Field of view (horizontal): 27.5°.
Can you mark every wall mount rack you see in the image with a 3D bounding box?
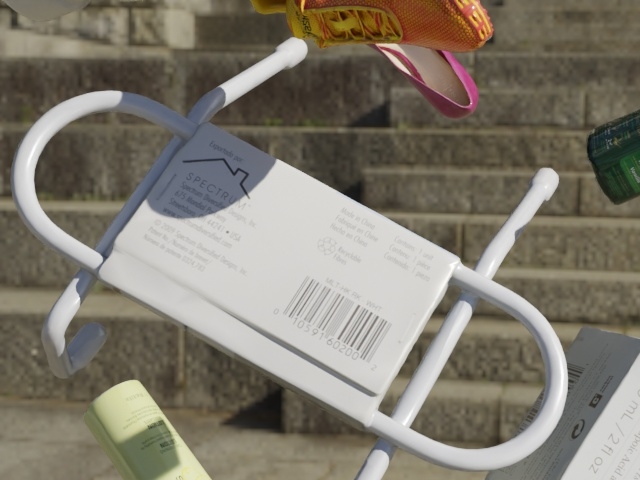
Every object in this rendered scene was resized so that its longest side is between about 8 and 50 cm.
[{"bbox_3d":[0.000,0.000,0.812,0.350,0.304,0.130,29,-23,9],"label":"wall mount rack"}]

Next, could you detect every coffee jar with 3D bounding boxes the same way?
[{"bbox_3d":[0.382,-0.112,1.403,0.184,0.079,0.096,-25,22,23],"label":"coffee jar"}]

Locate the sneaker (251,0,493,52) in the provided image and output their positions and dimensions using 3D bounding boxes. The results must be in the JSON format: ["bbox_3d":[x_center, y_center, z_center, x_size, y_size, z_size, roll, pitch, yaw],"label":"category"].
[{"bbox_3d":[0.024,-0.126,0.713,0.175,0.067,0.064,26,-23,47],"label":"sneaker"}]

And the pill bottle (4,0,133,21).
[{"bbox_3d":[-0.105,-0.254,0.890,0.264,0.153,0.153,-19,-2,20],"label":"pill bottle"}]

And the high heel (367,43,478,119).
[{"bbox_3d":[0.111,-0.253,1.681,0.082,0.244,0.117,-37,6,0],"label":"high heel"}]

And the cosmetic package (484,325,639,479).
[{"bbox_3d":[0.249,0.178,0.966,0.183,0.151,0.151,33,-3,-6],"label":"cosmetic package"}]

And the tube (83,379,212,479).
[{"bbox_3d":[-0.114,0.227,1.124,0.070,0.240,0.062,-34,-22,-12],"label":"tube"}]
